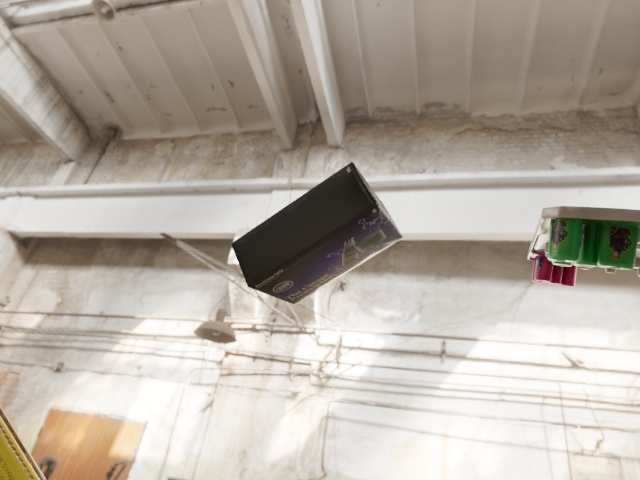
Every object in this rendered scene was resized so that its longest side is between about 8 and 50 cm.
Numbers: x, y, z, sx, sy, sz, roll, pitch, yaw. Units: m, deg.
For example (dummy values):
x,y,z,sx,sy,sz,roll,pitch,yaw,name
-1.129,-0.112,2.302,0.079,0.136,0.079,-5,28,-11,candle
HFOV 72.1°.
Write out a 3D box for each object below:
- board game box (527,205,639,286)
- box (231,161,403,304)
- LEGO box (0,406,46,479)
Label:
x,y,z,sx,sy,sz,roll,pitch,yaw,name
0.445,0.037,0.482,0.389,0.051,0.390,6,-5,24,board game box
0.000,0.000,0.812,0.261,0.103,0.184,-33,-30,12,box
-0.331,0.306,0.357,0.500,0.193,0.372,51,-48,9,LEGO box
